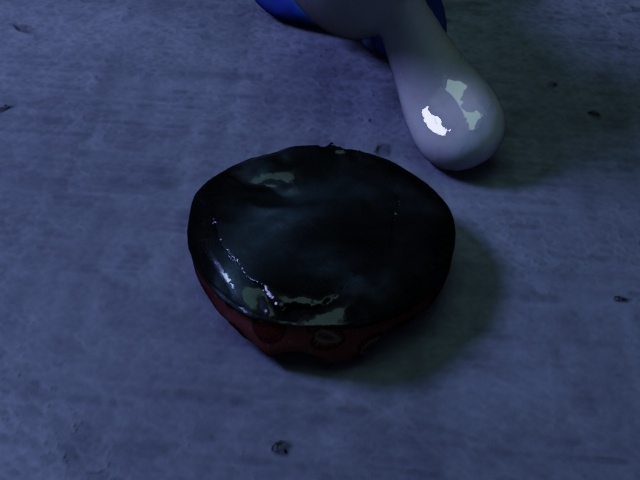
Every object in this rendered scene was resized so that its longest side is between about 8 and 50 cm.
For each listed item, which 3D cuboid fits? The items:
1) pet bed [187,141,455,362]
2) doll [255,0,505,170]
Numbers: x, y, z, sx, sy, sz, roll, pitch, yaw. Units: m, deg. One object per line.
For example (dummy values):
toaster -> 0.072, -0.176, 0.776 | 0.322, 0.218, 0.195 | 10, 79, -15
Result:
pet bed -> 0.000, 0.000, 0.736 | 0.201, 0.054, 0.201 | 1, 43, -1
doll -> 0.028, -0.276, 0.896 | 0.187, 0.376, 0.366 | -10, 23, -5
